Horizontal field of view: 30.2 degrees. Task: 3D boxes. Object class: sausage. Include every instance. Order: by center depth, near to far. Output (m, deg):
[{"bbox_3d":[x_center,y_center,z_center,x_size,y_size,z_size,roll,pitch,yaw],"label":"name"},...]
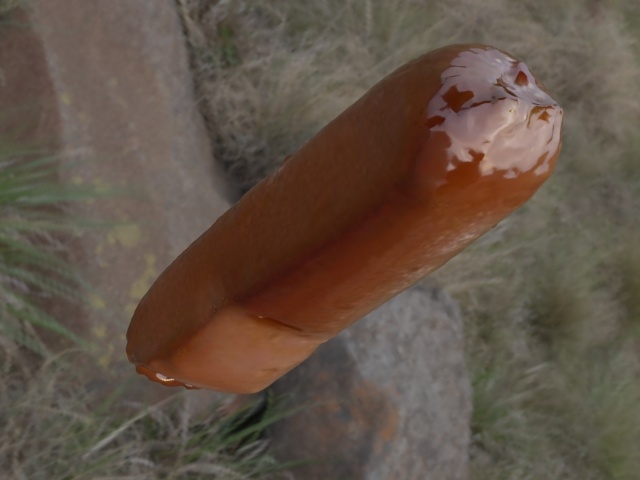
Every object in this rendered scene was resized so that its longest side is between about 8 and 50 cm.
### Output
[{"bbox_3d":[0.000,0.000,0.672,0.097,0.348,0.094,18,53,-32],"label":"sausage"}]
